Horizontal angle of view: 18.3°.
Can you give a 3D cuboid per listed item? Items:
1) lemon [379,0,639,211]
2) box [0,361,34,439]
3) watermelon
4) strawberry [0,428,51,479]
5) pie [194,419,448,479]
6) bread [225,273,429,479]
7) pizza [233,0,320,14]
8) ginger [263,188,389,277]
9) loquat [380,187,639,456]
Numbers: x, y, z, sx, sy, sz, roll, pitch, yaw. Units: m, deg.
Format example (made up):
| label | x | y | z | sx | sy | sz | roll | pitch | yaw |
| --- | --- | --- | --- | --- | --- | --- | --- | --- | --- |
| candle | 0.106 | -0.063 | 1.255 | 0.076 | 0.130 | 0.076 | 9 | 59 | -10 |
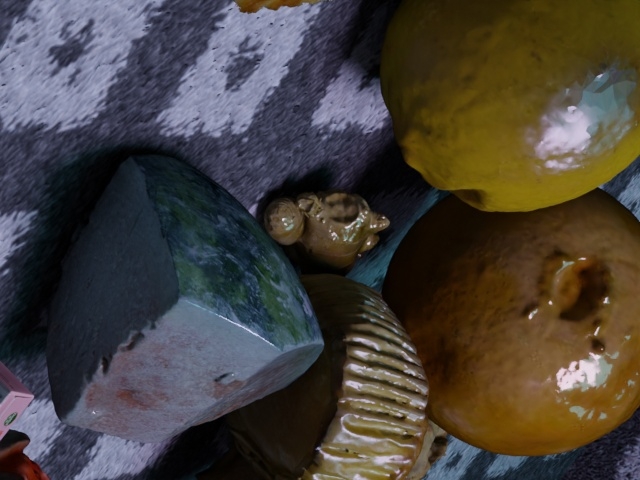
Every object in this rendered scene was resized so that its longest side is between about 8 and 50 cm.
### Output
| label | x | y | z | sx | sy | sz | roll | pitch | yaw |
| --- | --- | --- | --- | --- | --- | --- | --- | --- | --- |
| lemon | 0.205 | -0.172 | 1.964 | 0.297 | 0.297 | 0.297 | -39 | 155 | -21 |
| box | -0.318 | 0.126 | 1.706 | 0.089 | 0.125 | 0.043 | -50 | 158 | 8 |
| watermelon | -0.145 | 0.079 | 1.853 | 0.258 | 0.228 | 0.387 | -39 | 166 | 0 |
| strawberry | -0.350 | 0.319 | 1.827 | 0.265 | 0.149 | 0.336 | -50 | -179 | -42 |
| pie | -0.007 | 0.263 | 2.299 | 0.339 | 0.083 | 0.339 | -22 | -164 | 7 |
| bread | 0.007 | 0.160 | 2.087 | 0.142 | 0.253 | 0.227 | 14 | 112 | -34 |
| pizza | 0.036 | -0.282 | 1.719 | 0.336 | 0.086 | 0.226 | -31 | 166 | -11 |
| ginger | 0.011 | -0.007 | 2.129 | 0.115 | 0.081 | 0.205 | -35 | 156 | -2 |
| loquat | 0.226 | 0.080 | 2.187 | 0.328 | 0.328 | 0.328 | -39 | 155 | -21 |
